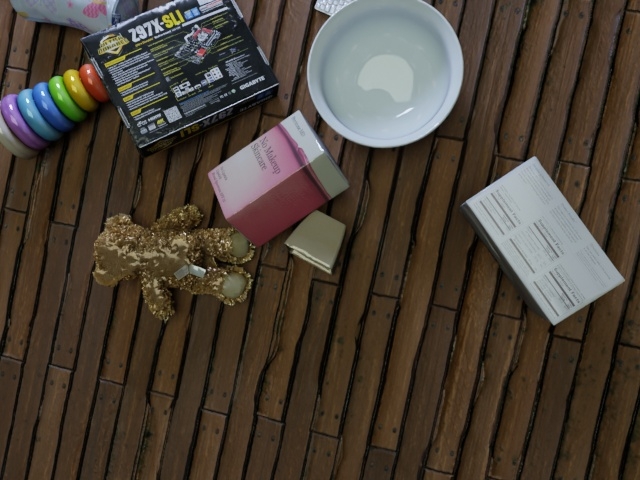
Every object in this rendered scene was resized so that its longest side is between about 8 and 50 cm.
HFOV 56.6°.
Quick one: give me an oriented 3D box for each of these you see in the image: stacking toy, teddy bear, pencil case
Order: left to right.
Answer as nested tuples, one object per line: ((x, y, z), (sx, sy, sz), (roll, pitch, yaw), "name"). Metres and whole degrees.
((-0.544, -0.312, 1.294), (0.330, 0.141, 0.141), (-29, 86, 4), "stacking toy")
((-0.534, -0.515, 1.298), (0.273, 0.113, 0.124), (19, 121, 8), "pencil case")
((-0.306, 0.041, 1.280), (0.338, 0.113, 0.245), (-11, 96, 1), "teddy bear")

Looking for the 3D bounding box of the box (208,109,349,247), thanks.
((-0.086, -0.122, 1.196), (0.232, 0.127, 0.148), (-34, 51, 7), "box")

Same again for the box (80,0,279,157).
((-0.283, -0.355, 1.230), (0.322, 0.079, 0.257), (-29, 84, -12), "box")

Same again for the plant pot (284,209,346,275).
((0.000, 0.000, 1.227), (0.109, 0.109, 0.096), (29, 82, 8), "plant pot")

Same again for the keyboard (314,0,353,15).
((0.071, -0.596, 1.256), (0.072, 0.014, 0.256), (25, 94, 8), "keyboard")

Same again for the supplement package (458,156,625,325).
((0.399, -0.001, 1.112), (0.145, 0.204, 0.261), (-34, 85, 8), "supplement package")

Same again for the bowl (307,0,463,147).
((0.130, -0.323, 1.187), (0.298, 0.134, 0.297), (0, 90, 9), "bowl")
